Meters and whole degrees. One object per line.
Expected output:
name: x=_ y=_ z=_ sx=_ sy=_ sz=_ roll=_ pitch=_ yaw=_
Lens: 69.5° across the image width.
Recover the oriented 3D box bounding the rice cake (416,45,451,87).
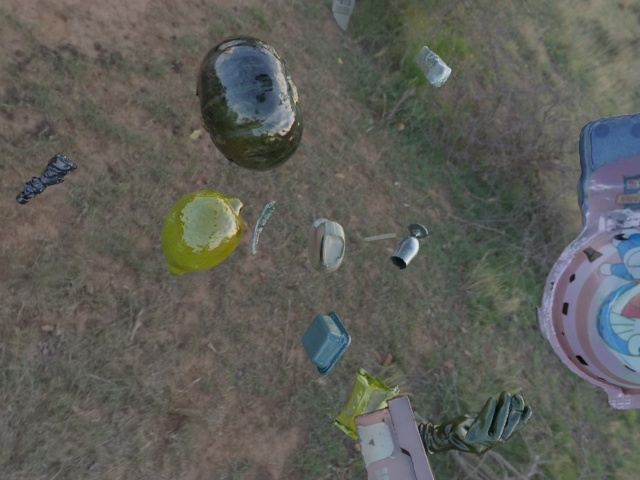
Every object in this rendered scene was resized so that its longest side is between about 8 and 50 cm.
rice cake: x=0.344 y=-0.535 z=1.418 sx=0.063 sy=0.066 sz=0.336 roll=30 pitch=27 yaw=-13

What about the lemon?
lemon: x=-0.295 y=-0.021 z=1.131 sx=0.184 sy=0.184 sz=0.248 roll=43 pitch=88 yaw=-7

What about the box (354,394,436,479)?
box: x=0.128 y=0.369 z=0.645 sx=0.215 sy=0.086 sz=0.215 roll=-103 pitch=173 yaw=-50

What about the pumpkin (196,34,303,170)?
pumpkin: x=-0.242 y=-0.455 z=1.573 sx=0.454 sy=0.344 sz=0.454 roll=-16 pitch=90 yaw=-86

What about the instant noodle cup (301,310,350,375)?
instant noodle cup: x=0.007 y=0.316 z=1.459 sx=0.070 sy=0.157 sz=0.179 roll=29 pitch=11 yaw=-27

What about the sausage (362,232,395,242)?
sausage: x=0.235 y=-0.011 z=1.846 sx=0.024 sy=0.132 sz=0.024 roll=-10 pitch=90 yaw=-80

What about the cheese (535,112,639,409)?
cheese: x=0.301 y=0.026 z=0.436 sx=0.074 sy=0.189 sz=0.286 roll=-58 pitch=142 yaw=-79

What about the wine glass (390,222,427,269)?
wine glass: x=0.389 y=0.023 z=2.051 sx=0.103 sy=0.103 sz=0.222 roll=43 pitch=56 yaw=-7

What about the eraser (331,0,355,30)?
eraser: x=0.076 y=-0.684 z=1.134 sx=0.061 sy=0.352 sz=0.089 roll=11 pitch=67 yaw=-4

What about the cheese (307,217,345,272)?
cheese: x=0.000 y=0.000 z=1.408 sx=0.082 sy=0.286 sz=0.163 roll=5 pitch=103 yaw=-15

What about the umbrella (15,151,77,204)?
umbrella: x=-0.922 y=-0.202 z=1.544 sx=0.080 sy=0.224 sz=0.071 roll=49 pitch=3 yaw=-38

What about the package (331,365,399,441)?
package: x=0.145 y=0.534 z=1.471 sx=0.090 sy=0.168 sz=0.226 roll=34 pitch=81 yaw=-57

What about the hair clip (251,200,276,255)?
hair clip: x=-0.229 y=-0.050 z=1.779 sx=0.036 sy=0.229 sz=0.066 roll=23 pitch=5 yaw=21

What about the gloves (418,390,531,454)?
gloves: x=0.356 y=0.435 z=1.067 sx=0.107 sy=0.268 sz=0.135 roll=65 pitch=17 yaw=14
